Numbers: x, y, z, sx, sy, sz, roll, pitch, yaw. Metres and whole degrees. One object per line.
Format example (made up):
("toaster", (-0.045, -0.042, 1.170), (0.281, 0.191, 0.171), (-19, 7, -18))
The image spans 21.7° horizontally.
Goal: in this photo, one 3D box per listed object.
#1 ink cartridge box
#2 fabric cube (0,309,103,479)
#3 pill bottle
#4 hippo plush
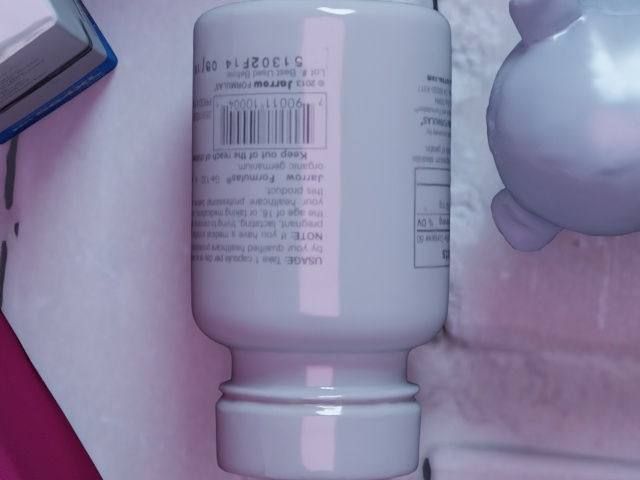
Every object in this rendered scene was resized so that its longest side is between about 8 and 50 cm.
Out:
("ink cartridge box", (-0.180, -0.132, 0.800), (0.086, 0.203, 0.148), (-32, 91, 0))
("fabric cube", (-0.262, 0.126, 0.779), (0.259, 0.254, 0.258), (-30, 92, -1))
("pill bottle", (0.000, 0.000, 0.840), (0.131, 0.131, 0.229), (1, 90, -1))
("hippo plush", (0.202, -0.029, 0.806), (0.236, 0.294, 0.234), (4, 122, 18))
